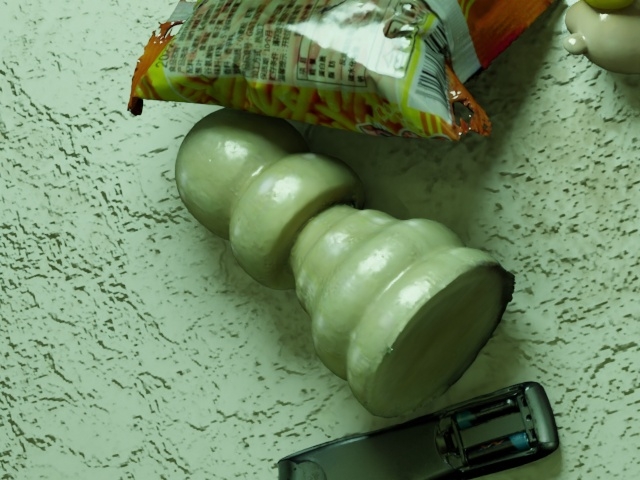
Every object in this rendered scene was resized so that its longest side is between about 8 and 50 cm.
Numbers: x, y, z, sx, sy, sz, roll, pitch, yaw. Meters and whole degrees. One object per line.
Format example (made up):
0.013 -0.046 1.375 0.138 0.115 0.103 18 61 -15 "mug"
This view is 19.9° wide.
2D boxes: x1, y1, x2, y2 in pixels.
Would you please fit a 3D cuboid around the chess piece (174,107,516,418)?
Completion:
0.000 0.000 1.323 0.261 0.143 0.142 40 96 28 "chess piece"

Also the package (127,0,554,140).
0.017 -0.166 1.320 0.288 0.108 0.223 12 47 20 "package"

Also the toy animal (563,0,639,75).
0.225 -0.153 1.294 0.114 0.091 0.082 3 101 -9 "toy animal"

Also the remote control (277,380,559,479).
0.067 0.155 1.319 0.212 0.028 0.059 -20 76 16 "remote control"
